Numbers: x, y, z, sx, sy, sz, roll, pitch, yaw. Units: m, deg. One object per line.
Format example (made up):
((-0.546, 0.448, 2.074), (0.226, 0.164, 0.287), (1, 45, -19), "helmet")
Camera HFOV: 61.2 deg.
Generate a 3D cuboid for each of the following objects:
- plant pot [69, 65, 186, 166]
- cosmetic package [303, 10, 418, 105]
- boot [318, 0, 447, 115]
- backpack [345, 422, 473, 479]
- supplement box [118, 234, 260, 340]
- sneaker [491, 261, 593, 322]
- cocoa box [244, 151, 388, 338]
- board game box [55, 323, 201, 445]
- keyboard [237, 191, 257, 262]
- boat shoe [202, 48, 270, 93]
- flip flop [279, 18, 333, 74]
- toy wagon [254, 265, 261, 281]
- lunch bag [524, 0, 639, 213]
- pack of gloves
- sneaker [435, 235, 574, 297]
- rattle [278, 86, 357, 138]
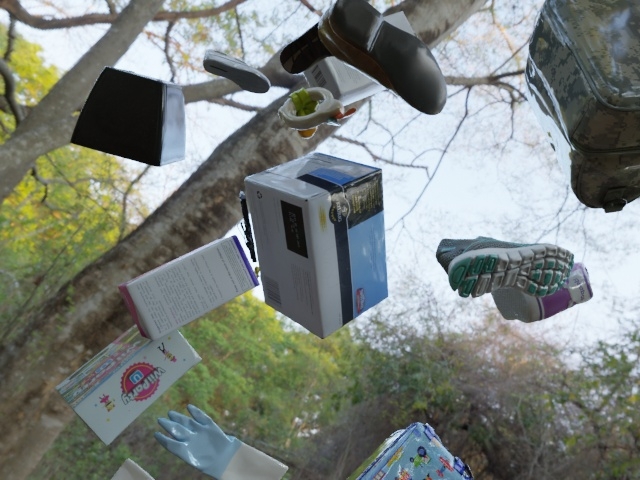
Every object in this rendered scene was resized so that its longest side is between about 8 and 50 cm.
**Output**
((-0.386, -0.268, 1.150), (0.187, 0.167, 0.188), (16, 13, -1), "plant pot")
((0.142, -0.581, 1.759), (0.197, 0.365, 0.155), (64, -25, 1), "cosmetic package")
((0.127, -0.358, 1.078), (0.305, 0.112, 0.115), (35, -13, -21), "boot")
((0.113, 0.315, 0.604), (0.173, 0.158, 0.117), (50, -29, 13), "backpack")
((-0.246, 0.085, 1.012), (0.111, 0.220, 0.114), (-10, -74, 61), "supplement box")
((0.435, 0.094, 1.067), (0.282, 0.161, 0.102), (-104, 174, -85), "sneaker")
((0.000, 0.000, 1.263), (0.231, 0.228, 0.347), (23, -51, 44), "cocoa box")
((-0.400, 0.273, 1.104), (0.097, 0.224, 0.303), (56, -30, -14), "board game box")
((-0.209, -0.033, 1.481), (0.100, 0.038, 0.192), (-131, -149, -69), "keyboard")
((-0.257, -0.539, 1.695), (0.226, 0.076, 0.083), (19, -38, -33), "boat shoe")
((0.010, -0.544, 1.493), (0.277, 0.080, 0.112), (-17, -71, 35), "flip flop")
((-0.109, 0.137, 2.030), (0.344, 0.267, 0.068), (1, -12, 38), "toy wagon")
((0.463, -0.232, 0.890), (0.212, 0.305, 0.256), (-6, -34, -2), "lunch bag")
((-0.187, 0.382, 0.827), (0.232, 0.195, 0.046), (39, -14, -15), "pack of gloves")
((0.200, 0.019, 0.591), (0.166, 0.076, 0.065), (4, -65, -22), "sneaker")
((0.009, -0.258, 1.223), (0.199, 0.130, 0.143), (21, -44, 32), "rattle")
